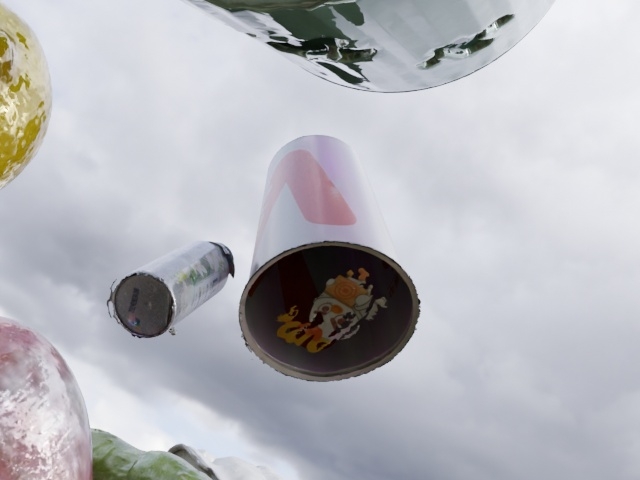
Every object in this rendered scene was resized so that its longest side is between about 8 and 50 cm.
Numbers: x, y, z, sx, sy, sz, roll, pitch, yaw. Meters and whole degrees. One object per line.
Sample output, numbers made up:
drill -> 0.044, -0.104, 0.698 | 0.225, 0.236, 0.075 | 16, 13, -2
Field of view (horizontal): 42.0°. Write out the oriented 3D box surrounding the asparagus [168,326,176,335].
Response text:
asparagus -> -0.265, 0.131, 1.436 | 0.114, 0.014, 0.015 | 53, -14, 47

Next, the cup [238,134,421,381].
cup -> 0.000, 0.000, 1.003 | 0.202, 0.289, 0.203 | -1, -54, -2

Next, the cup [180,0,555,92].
cup -> 0.058, -0.281, 0.515 | 0.310, 0.401, 0.392 | 51, 16, 1

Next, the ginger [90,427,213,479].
ginger -> -0.155, 0.287, 0.866 | 0.289, 0.137, 0.089 | 15, 13, 16

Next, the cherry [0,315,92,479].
cherry -> -0.278, 0.188, 0.584 | 0.236, 0.286, 0.213 | 32, 17, -4

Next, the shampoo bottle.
shampoo bottle -> -0.142, 0.042, 0.870 | 0.072, 0.072, 0.214 | 21, 14, 8

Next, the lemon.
lemon -> -0.319, -0.118, 0.679 | 0.244, 0.187, 0.187 | -11, -42, 45

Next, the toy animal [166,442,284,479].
toy animal -> -0.115, 0.403, 1.156 | 0.258, 0.194, 0.357 | 49, 4, 29
